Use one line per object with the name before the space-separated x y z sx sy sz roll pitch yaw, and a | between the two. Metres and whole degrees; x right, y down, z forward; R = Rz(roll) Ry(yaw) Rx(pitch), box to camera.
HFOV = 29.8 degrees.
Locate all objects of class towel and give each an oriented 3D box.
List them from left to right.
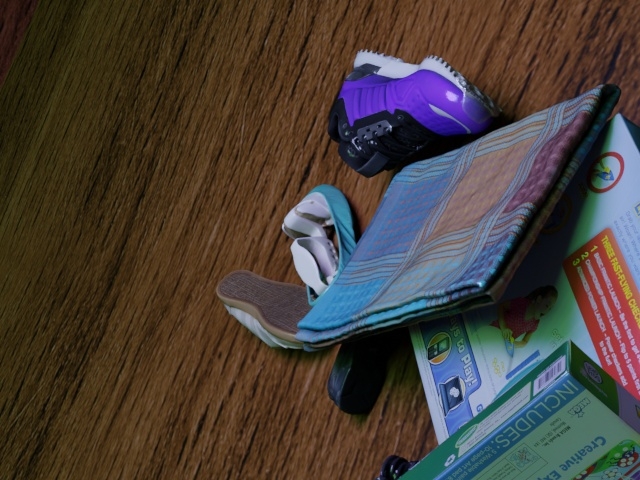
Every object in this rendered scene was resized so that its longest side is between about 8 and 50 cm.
towel | 0.126 -0.017 1.229 0.271 0.040 0.370 -56 15 -25

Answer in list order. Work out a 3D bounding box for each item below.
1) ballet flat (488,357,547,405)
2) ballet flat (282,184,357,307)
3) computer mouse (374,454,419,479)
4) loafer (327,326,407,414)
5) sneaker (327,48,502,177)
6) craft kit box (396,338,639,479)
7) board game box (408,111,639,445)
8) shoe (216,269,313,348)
ballet flat | 0.151 0.190 1.015 0.213 0.068 0.072 -51 29 8
ballet flat | 0.000 0.000 1.475 0.083 0.087 0.247 -46 37 23
computer mouse | 0.093 0.323 1.071 0.060 0.184 0.262 -3 61 28
loafer | 0.050 0.109 1.362 0.061 0.062 0.170 22 85 61
sneaker | 0.096 -0.134 1.419 0.146 0.102 0.293 -57 26 -4
craft kit box | 0.190 0.236 0.933 0.250 0.246 0.061 -44 9 25
board game box | 0.232 0.091 1.110 0.302 0.086 0.308 -41 40 29
shoe | -0.052 0.093 1.519 0.076 0.058 0.219 -39 33 -20
